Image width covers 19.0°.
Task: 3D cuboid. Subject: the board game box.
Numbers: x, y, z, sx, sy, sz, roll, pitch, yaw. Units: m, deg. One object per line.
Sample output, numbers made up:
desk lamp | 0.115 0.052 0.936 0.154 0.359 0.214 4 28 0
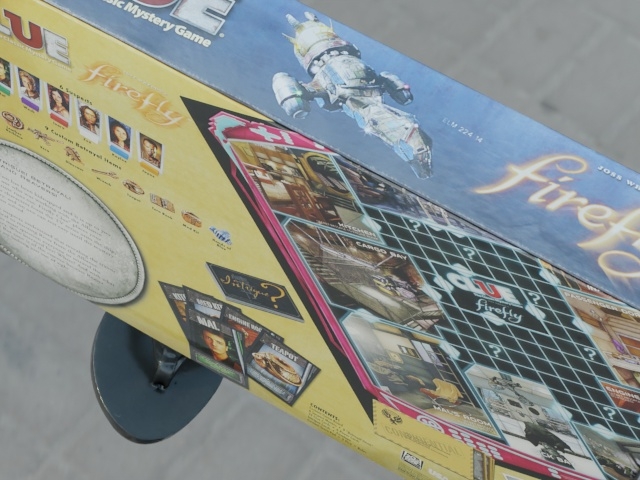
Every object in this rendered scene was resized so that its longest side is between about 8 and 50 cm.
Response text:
board game box | 0.000 0.000 0.597 0.243 0.165 0.042 28 60 11

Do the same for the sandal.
sandal | -0.054 0.018 0.947 0.067 0.040 0.179 35 69 -5
